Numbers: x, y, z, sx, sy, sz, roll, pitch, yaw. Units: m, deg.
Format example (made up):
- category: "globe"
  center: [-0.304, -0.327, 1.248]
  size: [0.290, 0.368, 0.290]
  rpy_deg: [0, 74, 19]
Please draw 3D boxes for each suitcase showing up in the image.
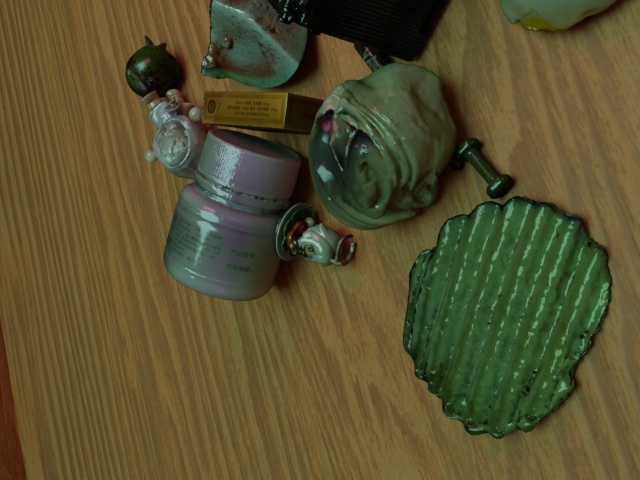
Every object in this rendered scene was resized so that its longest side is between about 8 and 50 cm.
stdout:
- category: "suitcase"
  center: [0.072, -0.477, 1.361]
  size: [0.152, 0.335, 0.230]
  rpy_deg: [51, 123, 37]

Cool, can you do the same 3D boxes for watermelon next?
- category: "watermelon"
  center: [-0.152, -0.452, 1.665]
  size: [0.320, 0.213, 0.289]
  rpy_deg: [-49, 59, 19]

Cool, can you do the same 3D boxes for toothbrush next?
- category: "toothbrush"
  center: [0.168, -0.270, 1.470]
  size: [0.041, 0.041, 0.364]
  rpy_deg: [-50, 58, 32]

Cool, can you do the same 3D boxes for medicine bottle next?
- category: "medicine bottle"
  center: [-0.187, -0.059, 1.663]
  size: [0.256, 0.256, 0.325]
  rpy_deg: [30, 110, 40]

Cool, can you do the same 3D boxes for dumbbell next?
- category: "dumbbell"
  center: [0.287, -0.128, 1.346]
  size: [0.052, 0.046, 0.118]
  rpy_deg: [-50, 57, 25]

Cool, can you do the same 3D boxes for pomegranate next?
- category: "pomegranate"
  center: [-0.449, -0.453, 2.012]
  size: [0.169, 0.148, 0.148]
  rpy_deg: [50, 122, 40]

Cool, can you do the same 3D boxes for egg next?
- category: "egg"
  center: [0.363, -0.479, 1.190]
  size: [0.286, 0.174, 0.264]
  rpy_deg: [-27, 67, 44]

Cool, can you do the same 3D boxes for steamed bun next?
- category: "steamed bun"
  center: [0.093, -0.161, 1.400]
  size: [0.275, 0.206, 0.320]
  rpy_deg: [26, 123, 39]

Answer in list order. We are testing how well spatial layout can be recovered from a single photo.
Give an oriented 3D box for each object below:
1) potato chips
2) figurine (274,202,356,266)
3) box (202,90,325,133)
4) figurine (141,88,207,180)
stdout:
- category: "potato chips"
  center: [0.297, 0.123, 1.323]
  size: [0.358, 0.070, 0.429]
  rpy_deg: [29, 110, 38]
- category: "figurine"
  center: [0.000, 0.000, 1.590]
  size: [0.153, 0.132, 0.132]
  rpy_deg: [21, 104, 30]
- category: "box"
  center: [-0.105, -0.273, 1.641]
  size: [0.274, 0.174, 0.076]
  rpy_deg: [12, 97, 44]
- category: "figurine"
  center: [-0.358, -0.271, 1.924]
  size: [0.200, 0.133, 0.276]
  rpy_deg: [-36, 61, 20]
